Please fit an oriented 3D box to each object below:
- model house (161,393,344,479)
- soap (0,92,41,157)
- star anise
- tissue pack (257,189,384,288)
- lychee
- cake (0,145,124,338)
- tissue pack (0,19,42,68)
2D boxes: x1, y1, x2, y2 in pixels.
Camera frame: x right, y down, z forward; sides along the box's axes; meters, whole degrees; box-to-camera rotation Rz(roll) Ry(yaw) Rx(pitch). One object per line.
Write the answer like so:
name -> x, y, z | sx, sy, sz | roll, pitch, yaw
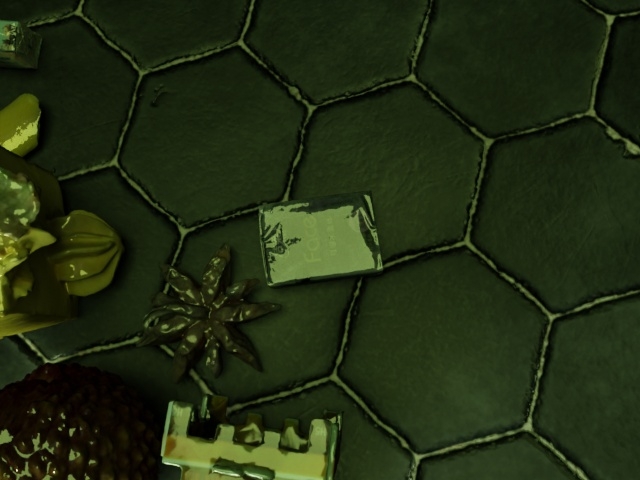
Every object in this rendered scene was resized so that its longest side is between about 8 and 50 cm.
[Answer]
model house -> -0.076, 0.292, 0.718 | 0.198, 0.224, 0.215 | 5, 79, 4
soap -> -0.461, -0.138, 0.917 | 0.168, 0.033, 0.089 | -34, 81, -3
star anise -> -0.144, 0.095, 0.840 | 0.182, 0.065, 0.195 | 9, 76, 4
tissue pack -> 0.000, 0.000, 0.856 | 0.156, 0.051, 0.112 | -8, 80, 1
lychee -> -0.298, 0.277, 0.731 | 0.271, 0.271, 0.271 | -1, 79, 3
cake -> -0.415, 0.007, 0.792 | 0.286, 0.227, 0.222 | -17, 83, 2
tissue pack -> -0.466, -0.284, 0.926 | 0.094, 0.074, 0.058 | 5, 87, 3
